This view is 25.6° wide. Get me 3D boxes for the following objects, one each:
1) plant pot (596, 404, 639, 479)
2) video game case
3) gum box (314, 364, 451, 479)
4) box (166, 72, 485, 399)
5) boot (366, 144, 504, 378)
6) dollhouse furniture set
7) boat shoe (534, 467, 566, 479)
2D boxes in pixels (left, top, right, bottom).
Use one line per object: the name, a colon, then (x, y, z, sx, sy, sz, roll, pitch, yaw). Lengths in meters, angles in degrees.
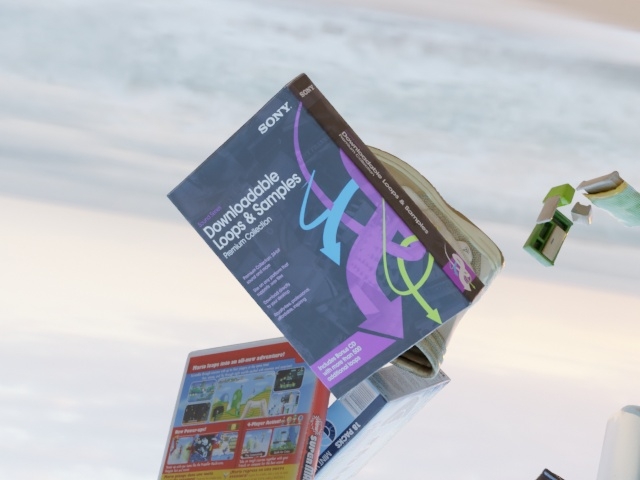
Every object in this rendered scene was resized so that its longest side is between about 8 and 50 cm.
plant pot: (0.314, 0.227, 1.175, 0.166, 0.165, 0.234, 12, 167, 11)
video game case: (-0.084, 0.229, 1.323, 0.204, 0.285, 0.025, -13, 147, 44)
gum box: (0.037, 0.187, 1.400, 0.041, 0.157, 0.184, 47, -161, 16)
box: (0.000, 0.000, 0.816, 0.116, 0.162, 0.029, -40, 180, 33)
boot: (0.061, 0.017, 1.357, 0.213, 0.165, 0.077, 38, 147, -5)
dollhouse furniture set: (0.276, -0.018, 1.470, 0.076, 0.058, 0.152, 38, 155, -18)
boat shoe: (0.403, 0.382, 2.024, 0.258, 0.089, 0.109, 11, 161, 39)
